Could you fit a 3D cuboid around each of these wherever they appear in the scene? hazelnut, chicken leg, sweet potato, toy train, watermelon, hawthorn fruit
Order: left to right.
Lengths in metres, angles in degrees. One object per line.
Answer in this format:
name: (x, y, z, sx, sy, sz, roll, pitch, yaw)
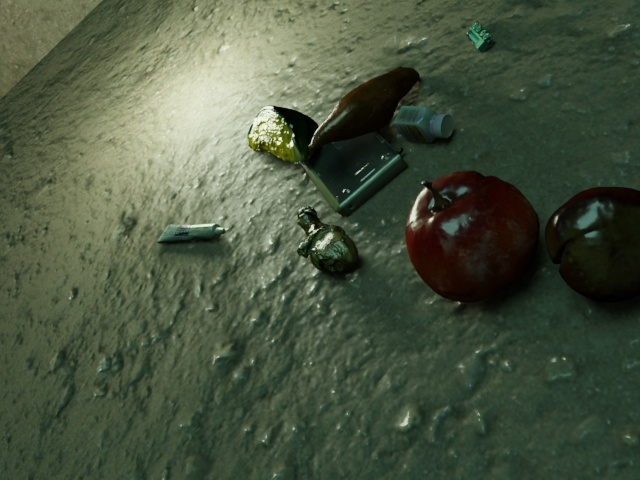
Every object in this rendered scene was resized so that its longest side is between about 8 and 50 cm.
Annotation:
watermelon: (-0.090, -0.261, 1.950, 0.301, 0.123, 0.129, 27, 103, 58)
chicken leg: (0.000, 0.000, 1.709, 0.103, 0.088, 0.228, -54, 46, 8)
sweet potato: (0.113, -0.302, 1.786, 0.359, 0.112, 0.112, -37, 40, -21)
hawthorn fruit: (0.249, -0.027, 1.411, 0.242, 0.272, 0.241, -27, 46, 32)
toy train: (0.370, -0.473, 1.841, 0.045, 0.029, 0.092, -47, 37, 20)
hazelnut: (0.467, 0.001, 1.309, 0.208, 0.208, 0.208, -20, 48, 24)

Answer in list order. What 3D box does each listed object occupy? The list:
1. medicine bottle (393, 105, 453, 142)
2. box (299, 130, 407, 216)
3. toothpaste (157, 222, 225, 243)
medicine bottle: (0.229, -0.254, 1.741, 0.118, 0.074, 0.055, 11, 65, 40)
box: (0.066, -0.196, 1.840, 0.211, 0.045, 0.270, -40, 43, 7)
toothpaste: (-0.324, -0.020, 2.004, 0.234, 0.038, 0.060, -2, 54, 39)
